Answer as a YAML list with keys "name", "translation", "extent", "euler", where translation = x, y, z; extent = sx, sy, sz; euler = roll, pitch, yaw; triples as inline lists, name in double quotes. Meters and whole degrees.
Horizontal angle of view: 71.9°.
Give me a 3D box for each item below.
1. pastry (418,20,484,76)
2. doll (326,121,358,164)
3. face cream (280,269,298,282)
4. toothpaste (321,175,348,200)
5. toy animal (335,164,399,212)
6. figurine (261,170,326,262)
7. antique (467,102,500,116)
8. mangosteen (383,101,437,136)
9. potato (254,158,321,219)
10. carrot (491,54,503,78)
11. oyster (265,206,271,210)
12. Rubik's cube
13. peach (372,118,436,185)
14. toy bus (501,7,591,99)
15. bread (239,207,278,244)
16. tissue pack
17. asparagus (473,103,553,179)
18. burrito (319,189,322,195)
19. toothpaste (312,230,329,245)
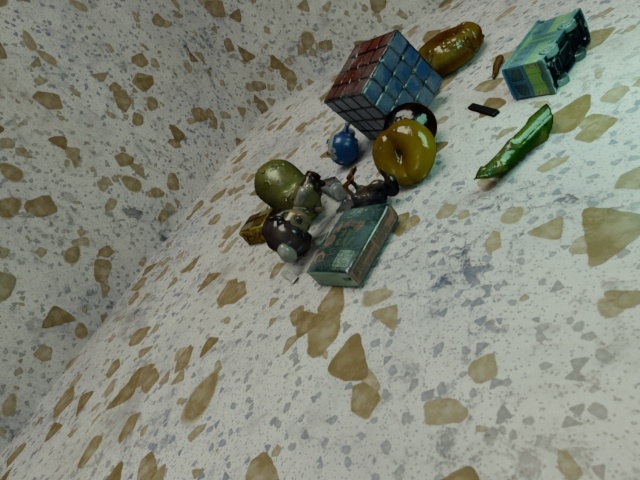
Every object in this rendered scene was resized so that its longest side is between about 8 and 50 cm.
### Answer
- name: "pastry"
  translation: [0.650, -0.966, 2.229]
  extent: [0.356, 0.164, 0.356]
  euler: [-33, 26, 19]
- name: "doll"
  translation: [0.112, -0.481, 2.205]
  extent: [0.161, 0.215, 0.257]
  euler: [4, 28, 4]
- name: "face cream"
  translation: [-0.124, 0.143, 1.759]
  extent: [0.038, 0.020, 0.115]
  euler: [-48, 31, -13]
- name: "toothpaste"
  translation: [0.054, -0.253, 2.056]
  extent: [0.114, 0.073, 0.299]
  euler: [-24, 24, -6]
- name: "toy animal"
  translation: [0.170, -0.180, 1.695]
  extent: [0.298, 0.185, 0.122]
  euler: [-49, 15, 47]
- name: "figurine"
  translation: [-0.077, -0.090, 1.808]
  extent: [0.365, 0.206, 0.218]
  euler: [-52, -14, -4]
- name: "antique"
  translation: [0.642, -0.517, 1.744]
  extent: [0.031, 0.015, 0.192]
  euler: [-39, 27, 7]
- name: "mangosteen"
  translation: [0.378, -0.456, 1.814]
  extent: [0.216, 0.216, 0.216]
  euler: [-31, 29, 19]
- name: "potato"
  translation: [-0.148, -0.228, 2.019]
  extent: [0.219, 0.270, 0.359]
  euler: [-49, 53, -6]
- name: "carrot"
  translation: [0.764, -0.753, 1.912]
  extent: [0.035, 0.036, 0.165]
  euler: [-7, 45, 47]
- name: "oyster"
  translation: [-0.256, -0.155, 2.322]
  extent: [0.103, 0.051, 0.148]
  euler: [-52, 14, -14]
- name: "Rubik's cube"
  translation: [0.283, -0.691, 2.039]
  extent: [0.344, 0.337, 0.343]
  euler: [-59, 30, -4]
- name: "peach"
  translation: [0.317, -0.329, 1.670]
  extent: [0.251, 0.153, 0.251]
  euler: [0, 91, 40]
- name: "toy bus"
  translation: [0.819, -0.671, 1.595]
  extent: [0.312, 0.152, 0.190]
  euler: [-51, 29, -17]
- name: "bread"
  translation: [-0.303, -0.070, 2.217]
  extent: [0.222, 0.096, 0.181]
  euler: [-15, 35, 41]
- name: "tissue pack"
  translation: [0.113, 0.014, 1.556]
  extent: [0.228, 0.103, 0.316]
  euler: [-2, 47, 49]
- name: "asparagus"
  translation: [0.612, -0.288, 1.381]
  extent: [0.343, 0.085, 0.082]
  euler: [-47, 24, -7]
- name: "burrito"
  translation: [-0.055, -0.199, 2.141]
  extent: [0.149, 0.041, 0.055]
  euler: [-27, 40, 19]
- name: "toothpaste"
  translation: [0.000, 0.000, 1.704]
  extent: [0.056, 0.036, 0.205]
  euler: [-63, 6, -9]
